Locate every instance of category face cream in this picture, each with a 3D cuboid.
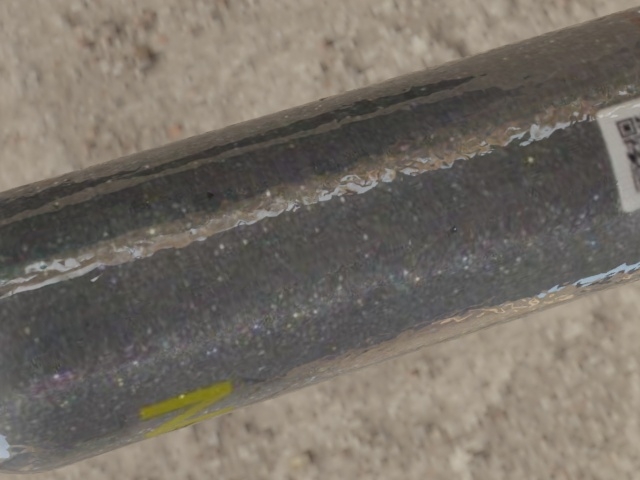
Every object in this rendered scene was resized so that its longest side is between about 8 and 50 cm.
[{"bbox_3d":[0.000,0.000,0.466,0.284,0.073,0.073,-17,136,-10],"label":"face cream"}]
